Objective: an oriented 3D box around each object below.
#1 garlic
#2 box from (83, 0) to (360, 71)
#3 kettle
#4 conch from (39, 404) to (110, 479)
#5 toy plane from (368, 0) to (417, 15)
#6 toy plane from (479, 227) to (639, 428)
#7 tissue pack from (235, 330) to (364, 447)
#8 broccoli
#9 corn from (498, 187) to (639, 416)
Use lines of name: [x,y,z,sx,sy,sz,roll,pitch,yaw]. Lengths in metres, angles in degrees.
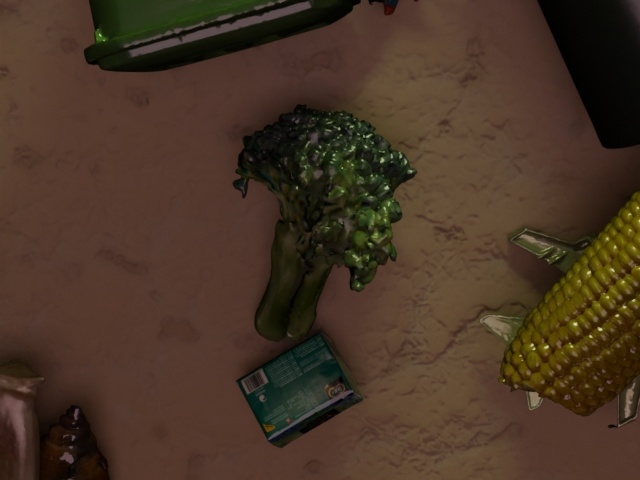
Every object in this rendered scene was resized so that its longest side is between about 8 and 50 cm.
garlic: [-0.367,0.264,1.876,0.128,0.148,0.266,-16,109,-25]
box: [-0.101,-0.269,1.641,0.253,0.328,0.177,-14,96,4]
kettle: [0.331,-0.279,1.679,0.262,0.203,0.308,-21,103,34]
conch: [-0.276,0.279,1.914,0.080,0.086,0.232,-28,123,-33]
toy plane: [0.065,-0.295,1.713,0.189,0.061,0.130,8,112,-49]
toy plane: [0.311,0.073,1.843,0.256,0.104,0.242,-30,87,15]
tissue pack: [-0.019,0.167,1.881,0.111,0.079,0.085,-31,71,7]
broccoli: [0.014,0.002,1.781,0.177,0.198,0.274,-19,120,-41]
corn: [0.338,0.028,1.709,0.144,0.144,0.387,35,105,-8]
